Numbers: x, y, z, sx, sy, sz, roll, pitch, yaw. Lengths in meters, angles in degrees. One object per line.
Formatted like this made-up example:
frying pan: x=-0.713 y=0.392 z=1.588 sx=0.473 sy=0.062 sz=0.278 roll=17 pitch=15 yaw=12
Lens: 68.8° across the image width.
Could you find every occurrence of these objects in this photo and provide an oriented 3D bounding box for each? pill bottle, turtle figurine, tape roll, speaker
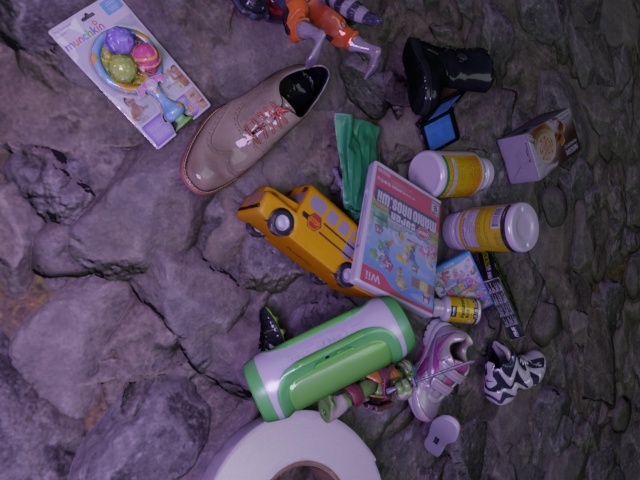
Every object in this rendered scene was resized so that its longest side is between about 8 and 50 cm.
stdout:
pill bottle: x=0.412 y=-0.028 z=1.154 sx=0.119 sy=0.208 sz=0.119 roll=1 pitch=88 yaw=-33
turtle figurine: x=0.104 y=0.245 z=0.959 sx=0.266 sy=0.275 sz=0.198 roll=-9 pitch=60 yaw=-29
pill bottle: x=0.329 y=-0.164 z=1.157 sx=0.208 sy=0.117 sz=0.118 roll=-7 pitch=93 yaw=-34
tape roll: x=-0.046 y=0.518 z=0.863 sx=0.391 sy=0.072 sz=0.393 roll=11 pitch=67 yaw=-28
speaker: x=0.017 y=0.210 z=0.845 sx=0.296 sy=0.131 sz=0.131 roll=-24 pitch=103 yaw=-11
pill bottle: x=0.333 y=0.172 z=1.164 sx=0.116 sy=0.065 sz=0.065 roll=5 pitch=85 yaw=-3

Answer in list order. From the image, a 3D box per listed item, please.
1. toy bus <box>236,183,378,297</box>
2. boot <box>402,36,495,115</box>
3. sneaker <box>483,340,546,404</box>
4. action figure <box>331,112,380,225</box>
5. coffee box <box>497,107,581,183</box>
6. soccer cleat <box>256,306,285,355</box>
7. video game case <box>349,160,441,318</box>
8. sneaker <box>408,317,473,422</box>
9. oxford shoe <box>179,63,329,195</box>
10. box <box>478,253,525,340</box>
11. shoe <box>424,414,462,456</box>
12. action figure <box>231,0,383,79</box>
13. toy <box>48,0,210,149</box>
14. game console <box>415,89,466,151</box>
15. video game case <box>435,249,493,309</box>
toy bus: x=0.000 y=0.000 z=0.941 sx=0.332 sy=0.108 sz=0.130 roll=40 pitch=68 yaw=-26
boot: x=0.307 y=-0.376 z=1.081 sx=0.207 sy=0.094 sz=0.247 roll=5 pitch=53 yaw=-8
sneaker: x=0.537 y=0.330 z=1.297 sx=0.234 sy=0.094 sz=0.153 roll=-22 pitch=110 yaw=-21
action figure: x=0.075 y=-0.147 z=1.021 sx=0.137 sy=0.063 sz=0.233 roll=4 pitch=83 yaw=-35
coffee box: x=0.649 y=-0.280 z=1.380 sx=0.246 sy=0.098 sz=0.141 roll=-30 pitch=105 yaw=-30
soccer cleat: x=-0.097 y=0.218 z=0.906 sx=0.072 sy=0.060 sz=0.179 roll=-18 pitch=100 yaw=-22
video game case: x=0.166 y=-0.006 z=0.974 sx=0.204 sy=0.025 sz=0.285 roll=27 pitch=59 yaw=-25
sneaker: x=0.291 y=0.314 z=1.125 sx=0.102 sy=0.111 sz=0.253 roll=26 pitch=75 yaw=-30
oxford shoe: x=-0.116 y=-0.221 z=0.855 sx=0.123 sy=0.130 sz=0.348 roll=47 pitch=65 yaw=-23
box: x=0.473 y=0.133 z=1.231 sx=0.191 sy=0.045 sz=0.184 roll=60 pitch=25 yaw=-18
shoe: x=0.306 y=0.448 z=1.123 sx=0.081 sy=0.063 sz=0.178 roll=-34 pitch=148 yaw=-33
action figure: x=0.009 y=-0.472 z=0.899 sx=0.341 sy=0.178 sz=0.330 roll=-20 pitch=74 yaw=-37
toy: x=-0.302 y=-0.288 z=0.779 sx=0.237 sy=0.056 sz=0.137 roll=51 pitch=63 yaw=-22
game console: x=0.318 y=-0.299 z=1.174 sx=0.144 sy=0.124 sz=0.085 roll=-32 pitch=79 yaw=-30
video game case: x=0.355 y=0.119 z=1.189 sx=0.119 sy=0.015 sz=0.166 roll=-27 pitch=107 yaw=9
